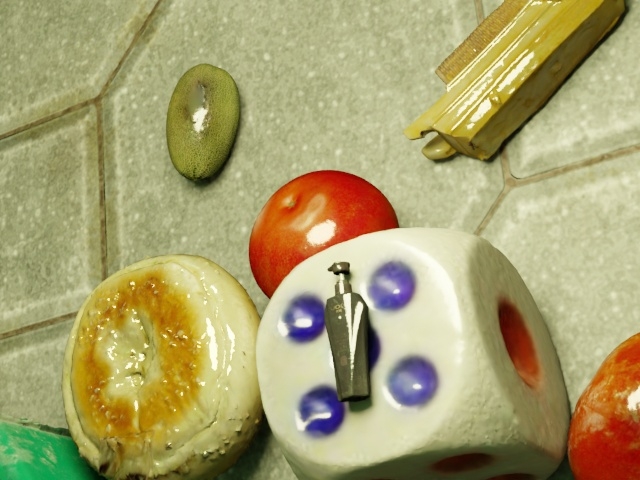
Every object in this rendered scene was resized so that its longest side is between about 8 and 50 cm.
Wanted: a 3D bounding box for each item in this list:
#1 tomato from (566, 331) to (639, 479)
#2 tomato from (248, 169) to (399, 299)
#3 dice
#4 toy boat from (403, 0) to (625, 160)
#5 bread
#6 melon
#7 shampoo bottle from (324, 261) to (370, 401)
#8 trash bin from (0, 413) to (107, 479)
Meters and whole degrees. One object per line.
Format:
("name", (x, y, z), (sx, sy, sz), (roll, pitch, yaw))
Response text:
("tomato", (0.345, 0.186, 1.159), (0.200, 0.139, 0.233), (25, 88, 30))
("tomato", (0.000, 0.000, 1.410), (0.195, 0.136, 0.195), (-24, 38, 20))
("dice", (0.100, 0.147, 1.250), (0.251, 0.259, 0.243), (-21, 64, 25))
("toy boat", (0.224, -0.217, 1.392), (0.310, 0.089, 0.115), (-48, 54, 10))
("bread", (-0.187, 0.169, 1.475), (0.305, 0.159, 0.306), (-10, 68, 25))
("melon", (-0.161, -0.160, 1.601), (0.099, 0.099, 0.162), (3, 78, 32))
("shampoo bottle", (0.026, 0.087, 1.144), (0.048, 0.027, 0.137), (-16, 68, 28))
("trash bin", (-0.319, 0.403, 1.426), (0.295, 0.259, 0.381), (-48, 54, 10))
